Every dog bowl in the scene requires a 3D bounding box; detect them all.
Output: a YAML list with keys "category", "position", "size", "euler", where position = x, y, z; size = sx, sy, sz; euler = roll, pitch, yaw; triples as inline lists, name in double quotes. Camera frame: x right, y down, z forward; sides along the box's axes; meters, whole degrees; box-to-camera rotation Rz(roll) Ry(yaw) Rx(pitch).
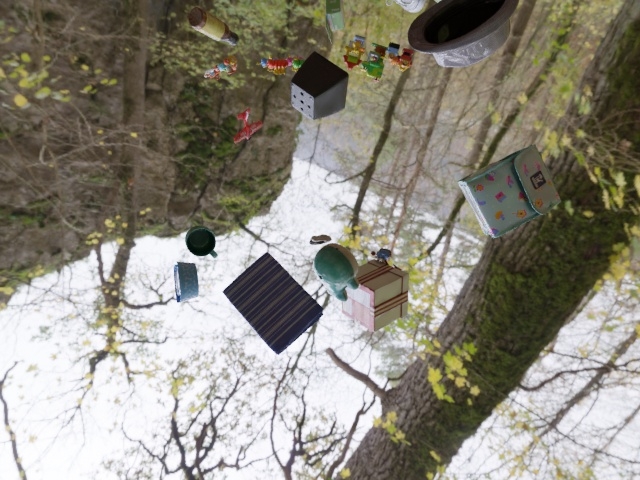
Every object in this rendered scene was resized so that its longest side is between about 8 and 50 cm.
- category: "dog bowl"
  position: [-0.551, 0.169, 1.645]
  size: [0.074, 0.165, 0.297]
  euler: [-5, 173, -23]

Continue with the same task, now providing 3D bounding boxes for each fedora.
- category: "fedora"
  position: [0.385, -0.552, 1.072]
  size: [0.124, 0.276, 0.243]
  euler: [44, -147, -44]

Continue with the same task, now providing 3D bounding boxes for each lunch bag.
- category: "lunch bag"
  position: [0.629, -0.164, 1.327]
  size: [0.223, 0.263, 0.160]
  euler: [62, -168, -4]

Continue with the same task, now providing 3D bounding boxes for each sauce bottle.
- category: "sauce bottle"
  position: [-0.217, -0.439, 0.837]
  size: [0.042, 0.042, 0.128]
  euler: [24, -166, 22]

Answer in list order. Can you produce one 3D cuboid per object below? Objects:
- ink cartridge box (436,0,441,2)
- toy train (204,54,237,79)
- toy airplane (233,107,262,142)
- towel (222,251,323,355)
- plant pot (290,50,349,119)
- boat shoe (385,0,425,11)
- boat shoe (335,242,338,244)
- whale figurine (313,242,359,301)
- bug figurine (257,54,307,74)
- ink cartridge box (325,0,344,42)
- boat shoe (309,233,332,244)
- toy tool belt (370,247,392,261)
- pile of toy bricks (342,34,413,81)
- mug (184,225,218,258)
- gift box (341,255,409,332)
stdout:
- category: "ink cartridge box"
  position: [0.466, -0.859, 1.281]
  size: [0.171, 0.056, 0.235]
  euler: [14, 156, -35]
- category: "toy train"
  position: [-0.324, -0.557, 1.323]
  size: [0.046, 0.125, 0.166]
  euler: [57, -176, -25]
- category: "toy airplane"
  position: [-0.284, -0.437, 1.532]
  size: [0.028, 0.151, 0.151]
  euler: [35, -158, 18]
- category: "towel"
  position: [-0.180, 0.232, 1.524]
  size: [0.336, 0.243, 0.040]
  euler: [45, 171, 17]
- category: "plant pot"
  position: [-0.019, -0.597, 1.611]
  size: [0.187, 0.167, 0.188]
  euler: [41, 159, 17]
- category: "boat shoe"
  position: [0.364, -1.188, 1.899]
  size: [0.157, 0.135, 0.366]
  euler: [-1, -135, -19]
- category: "boat shoe"
  position: [0.050, 0.081, 2.224]
  size: [0.056, 0.152, 0.048]
  euler: [37, 162, -29]
- category: "whale figurine"
  position: [0.049, 0.142, 1.568]
  size: [0.216, 0.271, 0.141]
  euler: [32, -129, 31]
- category: "bug figurine"
  position: [-0.152, -0.761, 1.731]
  size: [0.217, 0.072, 0.279]
  euler: [-6, -154, -14]
- category: "ink cartridge box"
  position: [0.058, -0.908, 1.587]
  size: [0.062, 0.209, 0.109]
  euler: [-3, 173, 11]
- category: "boat shoe"
  position: [0.000, 0.000, 1.902]
  size: [0.125, 0.038, 0.046]
  euler: [-8, -128, -43]
- category: "toy tool belt"
  position: [0.241, 0.057, 1.596]
  size: [0.084, 0.052, 0.051]
  euler: [5, -170, 6]
- category: "pile of toy bricks"
  position: [0.174, -0.542, 1.233]
  size: [0.213, 0.105, 0.118]
  euler: [14, -171, -5]
- category: "mug"
  position: [-0.537, 0.011, 1.801]
  size: [0.130, 0.157, 0.097]
  euler: [-11, -162, -21]
- category: "gift box"
  position: [0.250, 0.229, 1.876]
  size: [0.258, 0.254, 0.276]
  euler: [-19, -148, -33]
